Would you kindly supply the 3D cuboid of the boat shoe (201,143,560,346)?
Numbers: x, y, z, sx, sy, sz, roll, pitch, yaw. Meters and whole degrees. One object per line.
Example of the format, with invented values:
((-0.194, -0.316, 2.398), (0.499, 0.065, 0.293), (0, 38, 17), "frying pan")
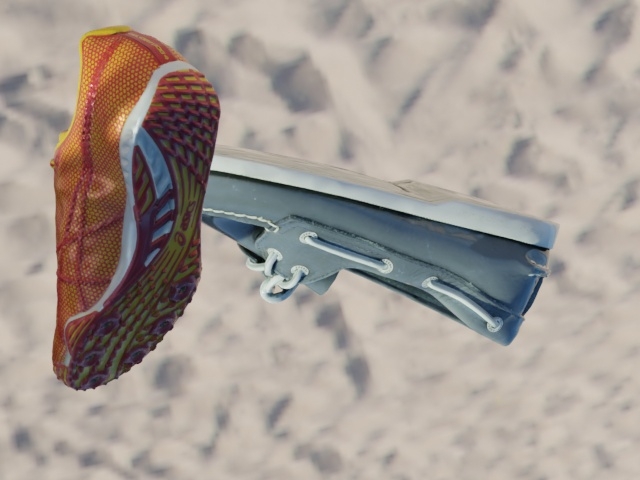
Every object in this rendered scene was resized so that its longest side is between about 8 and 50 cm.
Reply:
((0.000, 0.000, 1.135), (0.319, 0.099, 0.116), (11, -173, -15), "boat shoe")

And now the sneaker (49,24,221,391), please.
((-0.087, -0.012, 0.747), (0.064, 0.067, 0.175), (-12, 130, -42), "sneaker")
